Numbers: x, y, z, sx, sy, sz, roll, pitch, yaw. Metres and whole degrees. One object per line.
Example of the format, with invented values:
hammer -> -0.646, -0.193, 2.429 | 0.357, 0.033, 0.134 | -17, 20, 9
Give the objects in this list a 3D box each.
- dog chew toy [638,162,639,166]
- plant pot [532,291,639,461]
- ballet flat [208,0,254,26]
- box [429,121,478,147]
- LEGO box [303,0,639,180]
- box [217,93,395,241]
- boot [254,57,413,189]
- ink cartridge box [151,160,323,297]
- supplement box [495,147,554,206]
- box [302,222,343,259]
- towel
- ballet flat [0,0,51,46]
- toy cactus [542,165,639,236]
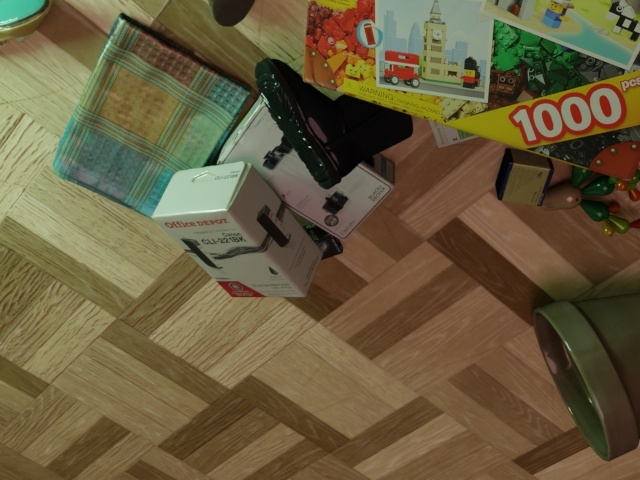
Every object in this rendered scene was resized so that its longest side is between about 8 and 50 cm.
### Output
dog chew toy -> 0.627, -0.219, 1.166 | 0.331, 0.207, 0.207 | -3, 127, 0
plant pot -> 0.621, 0.231, 1.464 | 0.280, 0.323, 0.323 | -24, 122, 2
ballet flat -> -0.137, -0.460, 1.161 | 0.084, 0.058, 0.250 | -15, 139, -27
box -> 0.226, -0.233, 1.255 | 0.087, 0.102, 0.101 | -14, 125, 19
LEGO box -> 0.248, -0.349, 1.000 | 0.500, 0.193, 0.373 | 21, 129, 20
box -> -0.023, -0.143, 1.361 | 0.290, 0.087, 0.169 | 30, 125, -16
boot -> 0.029, -0.237, 1.245 | 0.246, 0.207, 0.094 | 57, 160, -12
ink cartridge box -> -0.153, -0.011, 1.395 | 0.197, 0.114, 0.273 | -3, 140, 35
supplement box -> 0.375, -0.117, 1.354 | 0.083, 0.056, 0.083 | 8, 127, 1
box -> 0.000, 0.000, 1.509 | 0.067, 0.018, 0.083 | -18, 123, 18
towel -> -0.326, -0.204, 1.382 | 0.271, 0.040, 0.370 | 28, 125, -15
ballet flat -> -0.552, -0.373, 1.272 | 0.232, 0.080, 0.073 | -7, 154, 15
toy cactus -> 0.498, -0.084, 1.348 | 0.180, 0.112, 0.219 | -15, 133, 29
